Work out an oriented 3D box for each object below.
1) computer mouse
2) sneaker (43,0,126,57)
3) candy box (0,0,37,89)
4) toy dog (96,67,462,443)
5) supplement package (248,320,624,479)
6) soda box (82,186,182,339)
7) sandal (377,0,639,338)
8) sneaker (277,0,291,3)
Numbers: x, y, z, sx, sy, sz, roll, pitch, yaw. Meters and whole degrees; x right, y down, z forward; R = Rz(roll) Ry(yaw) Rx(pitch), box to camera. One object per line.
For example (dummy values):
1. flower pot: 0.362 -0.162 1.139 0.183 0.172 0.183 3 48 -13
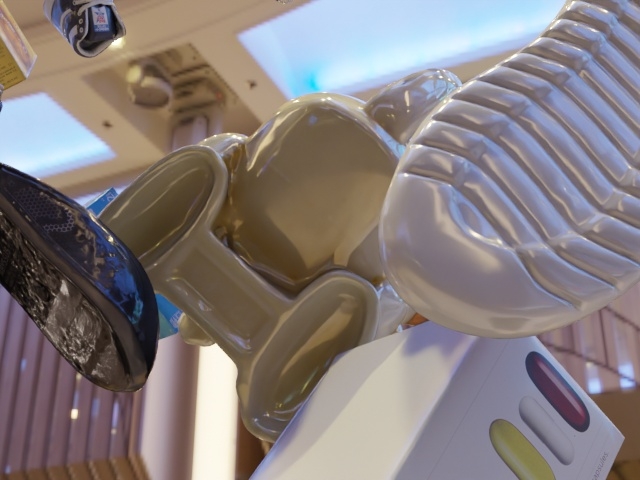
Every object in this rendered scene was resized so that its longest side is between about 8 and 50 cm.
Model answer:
1. computer mouse: -0.214 0.001 0.818 0.272 0.072 0.188 49 -40 3
2. sneaker: -0.388 -0.443 1.720 0.099 0.153 0.282 -15 -32 -36
3. candy box: -0.395 -0.265 1.138 0.053 0.109 0.187 -25 -66 3
4. toy dog: 0.000 0.000 1.072 0.284 0.395 0.408 31 0 15
5. supplement package: 0.048 0.195 0.696 0.145 0.262 0.204 47 -37 -11
6. soda box: -0.259 0.036 1.387 0.071 0.067 0.210 -22 -73 46
7. sandal: 0.183 -0.068 0.710 0.169 0.416 0.102 38 -33 10
8. sneaker: 0.036 -0.478 1.588 0.129 0.297 0.111 41 -8 7
